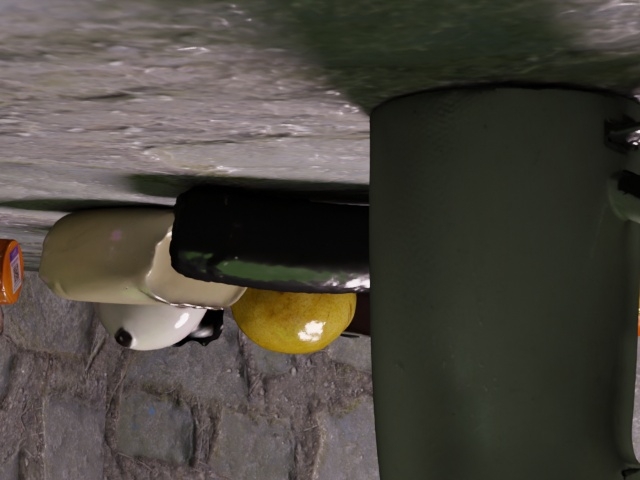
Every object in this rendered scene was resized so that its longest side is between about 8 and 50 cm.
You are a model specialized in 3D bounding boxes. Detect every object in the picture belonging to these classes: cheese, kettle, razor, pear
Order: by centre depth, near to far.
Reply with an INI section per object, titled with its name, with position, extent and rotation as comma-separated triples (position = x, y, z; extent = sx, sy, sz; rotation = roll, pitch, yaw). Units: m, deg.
[kettle]
position = 0.126, 0.045, 0.518
extent = 0.165, 0.255, 0.240
rotation = 9, 171, -43
[razor]
position = 0.001, 0.004, 0.961
extent = 0.326, 0.107, 0.189
rotation = 2, 177, -7
[cheese]
position = -0.230, 0.025, 1.193
extent = 0.233, 0.127, 0.266
rotation = 1, 174, 41
[pear]
position = -0.052, 0.084, 1.458
extent = 0.209, 0.209, 0.209
rotation = 1, 176, 0

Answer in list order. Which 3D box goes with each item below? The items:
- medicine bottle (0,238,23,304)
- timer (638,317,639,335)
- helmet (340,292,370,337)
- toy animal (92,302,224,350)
[medicine bottle]
position = -0.596, 0.043, 1.310
extent = 0.288, 0.157, 0.157
rotation = 1, 176, -2
[timer]
position = 0.494, 0.030, 1.206
extent = 0.257, 0.161, 0.250
rotation = 4, 160, -26
[helmet]
position = 0.102, 0.096, 1.686
extent = 0.305, 0.177, 0.225
rotation = -3, 171, -43
[toy animal]
position = -0.272, 0.080, 1.500
extent = 0.212, 0.213, 0.267
rotation = 1, 172, 10
